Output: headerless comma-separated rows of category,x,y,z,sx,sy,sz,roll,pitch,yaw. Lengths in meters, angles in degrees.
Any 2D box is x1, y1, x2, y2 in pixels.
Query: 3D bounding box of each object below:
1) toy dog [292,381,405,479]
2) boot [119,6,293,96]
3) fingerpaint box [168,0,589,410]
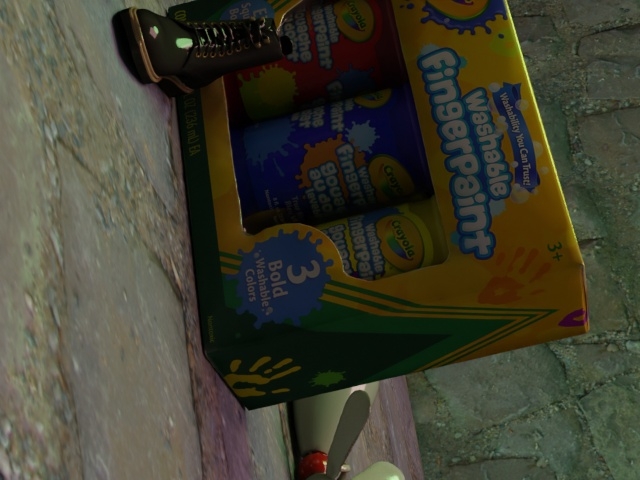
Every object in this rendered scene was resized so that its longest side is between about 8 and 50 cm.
toy dog,0.047,0.231,1.541,0.220,0.161,0.334,64,14,-60
boot,-0.110,-0.202,1.230,0.198,0.137,0.077,-2,79,-82
fingerpaint box,0.050,-0.087,1.328,0.163,0.371,0.445,65,14,-59
